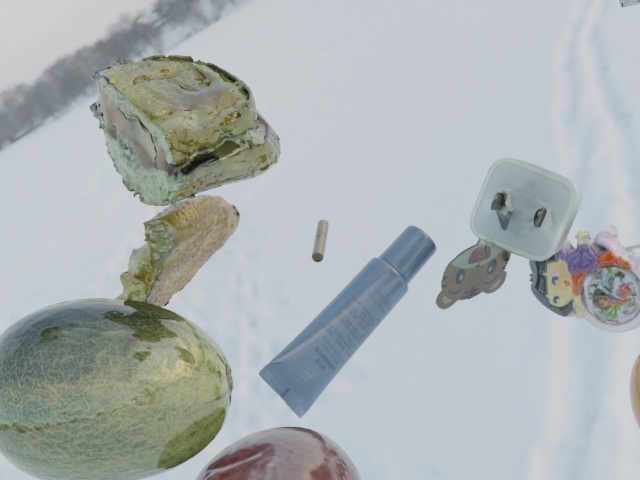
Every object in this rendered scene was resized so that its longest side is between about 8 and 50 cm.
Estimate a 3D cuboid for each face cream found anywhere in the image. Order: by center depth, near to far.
[{"bbox_3d":[0.058,0.130,1.612,0.385,0.135,0.086,-47,35,-14],"label":"face cream"}]

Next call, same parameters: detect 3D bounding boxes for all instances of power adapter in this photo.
[{"bbox_3d":[0.288,-0.044,1.297,0.125,0.130,0.205,-69,-16,9],"label":"power adapter"}]

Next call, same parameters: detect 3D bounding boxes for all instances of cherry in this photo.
[{"bbox_3d":[-0.065,0.373,1.215,0.261,0.221,0.307,-38,7,0],"label":"cherry"}]

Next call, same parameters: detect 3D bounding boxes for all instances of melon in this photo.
[{"bbox_3d":[-0.278,0.196,1.201,0.329,0.249,0.248,1,18,1],"label":"melon"}]

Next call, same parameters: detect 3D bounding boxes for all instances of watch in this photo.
[{"bbox_3d":[0.534,0.059,1.714,0.244,0.196,0.231,-11,4,35],"label":"watch"}]

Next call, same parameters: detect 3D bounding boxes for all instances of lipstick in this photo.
[{"bbox_3d":[0.000,0.000,1.355,0.019,0.019,0.094,-26,26,20],"label":"lipstick"}]

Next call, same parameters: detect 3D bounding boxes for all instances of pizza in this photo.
[{"bbox_3d":[-0.248,0.048,1.364,0.288,0.075,0.280,-51,-8,7],"label":"pizza"}]

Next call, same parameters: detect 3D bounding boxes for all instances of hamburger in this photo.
[{"bbox_3d":[-0.172,-0.154,1.230,0.211,0.133,0.309,-14,34,-30],"label":"hamburger"}]

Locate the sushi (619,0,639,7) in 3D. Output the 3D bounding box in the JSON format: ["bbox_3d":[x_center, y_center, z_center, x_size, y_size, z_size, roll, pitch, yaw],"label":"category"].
[{"bbox_3d":[0.408,-0.366,0.993,0.212,0.216,0.227,-4,4,13],"label":"sushi"}]

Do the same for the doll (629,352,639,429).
[{"bbox_3d":[0.569,0.240,1.420,0.213,0.213,0.236,-33,-8,-7],"label":"doll"}]

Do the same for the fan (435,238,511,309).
[{"bbox_3d":[0.276,0.023,1.603,0.152,0.227,0.008,-15,42,-22],"label":"fan"}]
